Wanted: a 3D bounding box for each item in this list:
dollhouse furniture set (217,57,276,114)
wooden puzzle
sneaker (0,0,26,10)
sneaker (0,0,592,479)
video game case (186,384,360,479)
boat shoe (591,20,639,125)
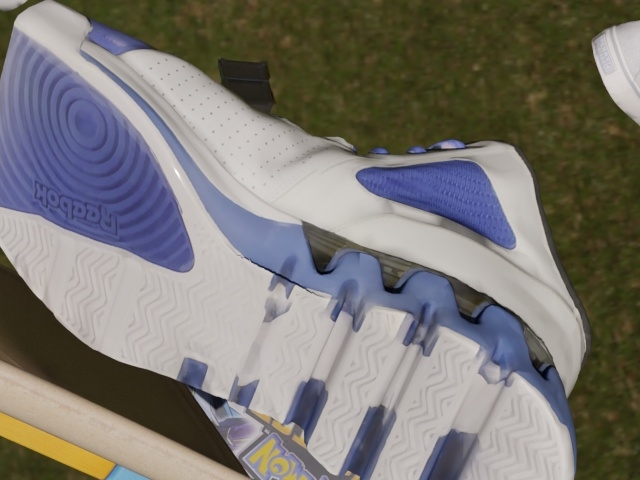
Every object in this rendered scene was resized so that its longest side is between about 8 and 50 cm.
[{"bbox_3d":[-0.131,-0.166,1.601,0.059,0.151,0.076,113,153,-48],"label":"dollhouse furniture set"},{"bbox_3d":[-0.143,0.062,0.702,0.044,0.221,0.238,-57,33,1],"label":"wooden puzzle"},{"bbox_3d":[-0.205,-0.311,0.910,0.102,0.161,0.282,9,73,45],"label":"sneaker"},{"bbox_3d":[0.001,0.001,0.670,0.315,0.182,0.127,34,122,11],"label":"sneaker"},{"bbox_3d":[-0.006,0.206,0.885,0.274,0.035,0.248,32,96,15],"label":"video game case"},{"bbox_3d":[0.241,-0.107,0.925,0.063,0.184,0.066,-22,62,27],"label":"boat shoe"}]
